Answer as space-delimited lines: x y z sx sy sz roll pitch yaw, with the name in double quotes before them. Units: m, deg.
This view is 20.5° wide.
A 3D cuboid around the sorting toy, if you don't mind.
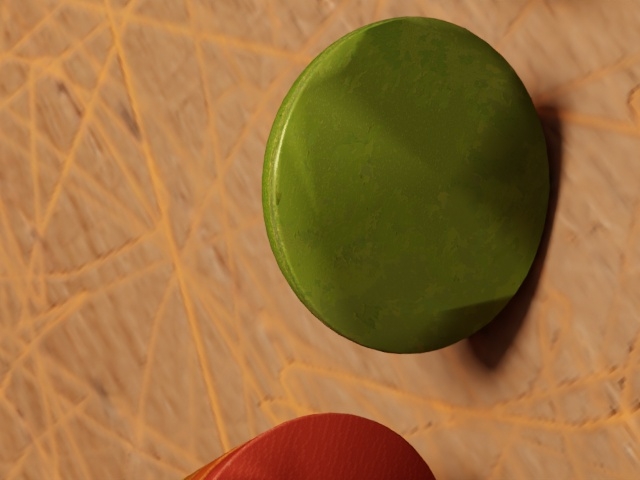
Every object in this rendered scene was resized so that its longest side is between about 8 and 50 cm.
"sorting toy" 0.000 0.000 0.710 0.126 0.127 0.365 6 80 57
